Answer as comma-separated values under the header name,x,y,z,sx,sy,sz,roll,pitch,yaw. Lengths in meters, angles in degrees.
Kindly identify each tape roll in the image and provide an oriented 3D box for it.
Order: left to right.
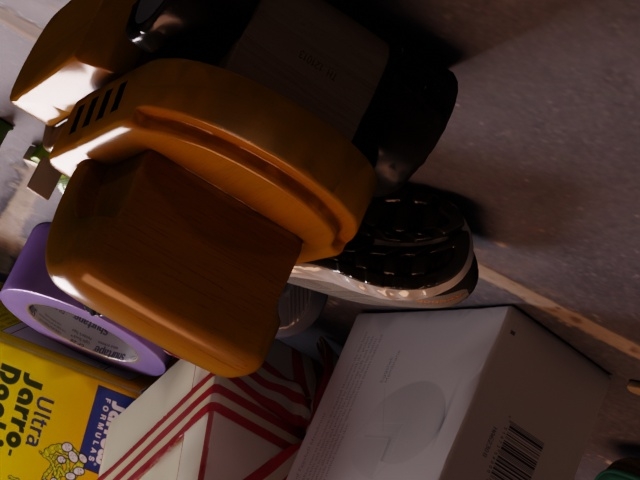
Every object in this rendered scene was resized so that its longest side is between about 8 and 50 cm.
name,x,y,z,sx,sy,sz,roll,pitch,yaw
tape roll,-0.229,0.062,1.872,0.189,0.080,0.189,21,160,8

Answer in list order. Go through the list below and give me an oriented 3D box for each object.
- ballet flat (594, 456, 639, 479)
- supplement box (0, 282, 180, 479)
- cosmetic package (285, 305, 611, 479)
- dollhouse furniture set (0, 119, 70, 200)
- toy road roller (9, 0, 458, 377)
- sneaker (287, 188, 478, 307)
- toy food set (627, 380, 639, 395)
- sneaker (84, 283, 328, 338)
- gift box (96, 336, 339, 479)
name,x,y,z,sx,sy,sz,roll,pitch,yaw
ballet flat,0.385,0.284,1.625,0.124,0.116,0.342,8,-173,-32
supplement box,-0.348,0.179,2.048,0.356,0.195,0.194,20,-168,14
cosmetic package,0.100,0.187,1.581,0.138,0.224,0.224,35,159,-29
dollhouse furniture set,-0.245,-0.045,1.633,0.151,0.059,0.076,34,159,-27
toy road roller,-0.090,-0.041,1.173,0.202,0.241,0.329,32,160,-20
sneaker,-0.003,0.001,1.411,0.271,0.100,0.108,16,165,24
toy food set,0.346,0.189,1.576,0.132,0.039,0.192,8,156,39
sneaker,-0.077,0.038,1.623,0.131,0.112,0.319,18,172,-40
gift box,-0.084,0.243,1.773,0.276,0.255,0.258,29,129,-27
